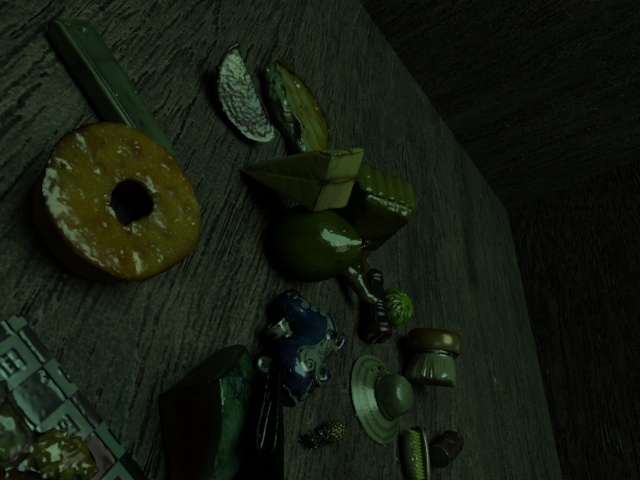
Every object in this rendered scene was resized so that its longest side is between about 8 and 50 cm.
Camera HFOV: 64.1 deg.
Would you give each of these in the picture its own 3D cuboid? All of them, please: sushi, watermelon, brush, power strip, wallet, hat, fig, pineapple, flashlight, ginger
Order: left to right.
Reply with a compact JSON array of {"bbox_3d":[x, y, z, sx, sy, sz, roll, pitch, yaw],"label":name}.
[{"bbox_3d":[-0.398,0.311,0.624,0.343,0.064,0.359,58,32,-12],"label":"sushi"},{"bbox_3d":[-0.399,-0.264,1.027,0.387,0.066,0.092,58,30,-8],"label":"power strip"},{"bbox_3d":[-0.183,0.312,0.883,0.256,0.176,0.260,99,-25,-74],"label":"watermelon"},{"bbox_3d":[-0.085,0.346,0.913,0.318,0.045,0.172,94,-1,-51],"label":"wallet"},{"bbox_3d":[0.000,0.000,1.296,0.203,0.225,0.202,-5,90,-75],"label":"fig"},{"bbox_3d":[0.008,0.440,1.157,0.124,0.058,0.058,13,59,-52],"label":"pineapple"},{"bbox_3d":[0.092,0.035,1.550,0.166,0.080,0.332,23,49,-25],"label":"ginger"},{"bbox_3d":[0.161,0.193,1.541,0.093,0.093,0.231,40,34,-36],"label":"flashlight"},{"bbox_3d":[0.194,0.423,1.399,0.252,0.110,0.252,36,42,-40],"label":"hat"},{"bbox_3d":[0.262,0.670,1.389,0.067,0.072,0.312,12,60,-27],"label":"brush"},{"bbox_3d":[0.373,0.389,1.661,0.267,0.174,0.166,44,48,-61],"label":"brush"}]

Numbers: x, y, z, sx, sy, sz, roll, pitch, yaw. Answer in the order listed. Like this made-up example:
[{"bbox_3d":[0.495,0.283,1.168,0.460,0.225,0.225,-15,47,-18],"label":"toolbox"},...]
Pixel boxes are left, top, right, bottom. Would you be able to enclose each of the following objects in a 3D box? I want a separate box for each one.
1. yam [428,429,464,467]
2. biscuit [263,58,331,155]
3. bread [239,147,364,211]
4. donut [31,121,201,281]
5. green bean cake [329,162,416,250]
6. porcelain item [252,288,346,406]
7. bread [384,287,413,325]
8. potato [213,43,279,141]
[{"bbox_3d":[0.387,0.641,1.575,0.141,0.079,0.079,-6,74,-57],"label":"yam"},{"bbox_3d":[-0.073,-0.379,1.591,0.329,0.078,0.335,40,40,-40],"label":"biscuit"},{"bbox_3d":[-0.049,-0.200,1.289,0.264,0.163,0.168,30,24,21],"label":"bread"},{"bbox_3d":[-0.356,-0.056,0.893,0.303,0.110,0.302,33,46,-42],"label":"donut"},{"bbox_3d":[0.123,-0.086,1.437,0.233,0.236,0.124,19,48,-26],"label":"green bean cake"},{"bbox_3d":[-0.058,0.228,1.133,0.186,0.138,0.288,49,32,-6],"label":"porcelain item"},{"bbox_3d":[0.256,0.217,1.676,0.139,0.071,0.129,23,46,-48],"label":"bread"},{"bbox_3d":[-0.227,-0.374,1.363,0.120,0.100,0.261,-32,115,-21],"label":"potato"}]
